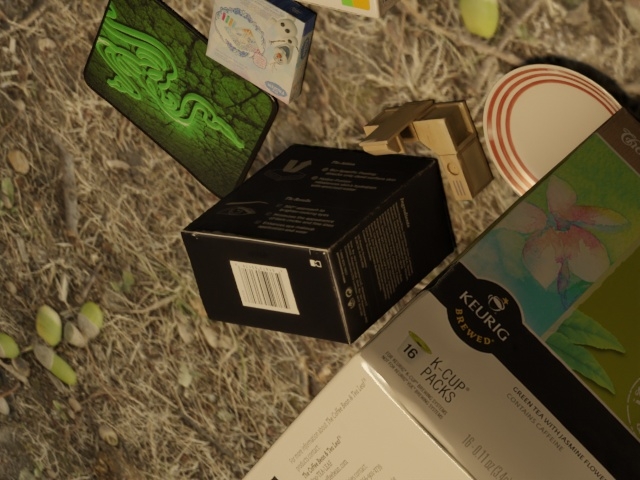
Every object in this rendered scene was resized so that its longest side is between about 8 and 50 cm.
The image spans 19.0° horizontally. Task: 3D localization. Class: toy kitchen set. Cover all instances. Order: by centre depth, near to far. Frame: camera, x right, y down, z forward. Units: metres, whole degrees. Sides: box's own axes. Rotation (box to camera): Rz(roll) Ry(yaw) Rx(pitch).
[{"bbox_3d":[0.077,-0.063,1.533,0.083,0.068,0.075,-2,119,43],"label":"toy kitchen set"}]

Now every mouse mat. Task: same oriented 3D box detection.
[{"bbox_3d":[-0.129,-0.134,1.711,0.190,0.007,0.152,41,140,10],"label":"mouse mat"}]

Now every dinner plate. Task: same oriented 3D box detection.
[{"bbox_3d":[0.188,-0.075,1.464,0.141,0.017,0.141,24,135,27],"label":"dinner plate"}]

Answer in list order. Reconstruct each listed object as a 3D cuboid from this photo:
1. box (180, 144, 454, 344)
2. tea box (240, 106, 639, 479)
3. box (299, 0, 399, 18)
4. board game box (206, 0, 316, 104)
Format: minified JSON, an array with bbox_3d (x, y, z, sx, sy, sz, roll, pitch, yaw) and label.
[{"bbox_3d":[0.000,0.000,1.581,0.156,0.158,0.093,8,125,38],"label":"box"},{"bbox_3d":[0.138,0.130,1.414,0.220,0.323,0.329,45,147,5],"label":"tea box"},{"bbox_3d":[0.021,-0.280,1.377,0.103,0.114,0.203,17,130,32],"label":"box"},{"bbox_3d":[-0.051,-0.172,1.600,0.090,0.020,0.090,32,137,18],"label":"board game box"}]
